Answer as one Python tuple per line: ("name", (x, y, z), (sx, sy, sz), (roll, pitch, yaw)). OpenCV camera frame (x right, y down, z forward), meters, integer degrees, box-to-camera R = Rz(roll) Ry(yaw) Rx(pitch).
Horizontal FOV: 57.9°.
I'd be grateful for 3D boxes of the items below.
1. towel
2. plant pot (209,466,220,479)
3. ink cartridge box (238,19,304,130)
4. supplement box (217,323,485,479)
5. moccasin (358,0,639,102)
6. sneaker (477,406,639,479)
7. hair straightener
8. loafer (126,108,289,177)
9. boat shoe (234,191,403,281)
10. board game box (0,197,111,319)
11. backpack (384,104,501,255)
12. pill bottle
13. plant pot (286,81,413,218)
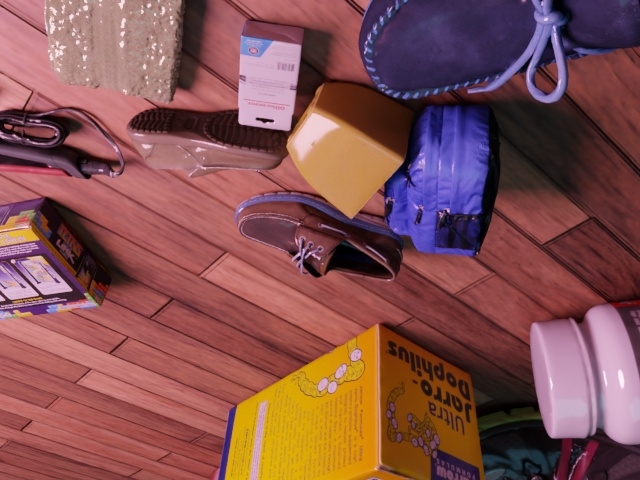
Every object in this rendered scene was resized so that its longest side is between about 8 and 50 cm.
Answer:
("towel", (-0.157, -0.177, 0.446), (0.109, 0.027, 0.148), (10, 136, -8))
("plant pot", (-0.131, 0.589, 1.103), (0.272, 0.265, 0.273), (2, 138, 2))
("ink cartridge box", (-0.042, -0.135, 0.482), (0.048, 0.028, 0.083), (8, 137, -4))
("supplement box", (0.028, 0.304, 0.834), (0.194, 0.195, 0.356), (31, 132, -27))
("moccasin", (0.172, -0.180, 0.353), (0.341, 0.117, 0.137), (-25, 131, 27))
("sneaker", (0.380, 0.373, 0.879), (0.482, 0.202, 0.185), (-12, 135, 16))
("hair straightener", (-0.298, -0.094, 0.531), (0.230, 0.047, 0.089), (9, 138, -6))
("loafer", (-0.099, -0.086, 0.525), (0.147, 0.056, 0.050), (10, 139, 8))
("boat shoe", (0.000, 0.000, 0.598), (0.183, 0.066, 0.066), (9, 137, -6))
("board game box", (-0.355, 0.028, 0.668), (0.170, 0.048, 0.141), (-8, 134, 13))
("backpack", (0.107, -0.056, 0.508), (0.101, 0.098, 0.120), (3, 138, 6))
("pill bottle", (0.398, 0.145, 0.660), (0.282, 0.161, 0.161), (-7, 136, 12))
("plant pot", (0.020, -0.086, 0.497), (0.083, 0.082, 0.081), (30, 132, -13))
